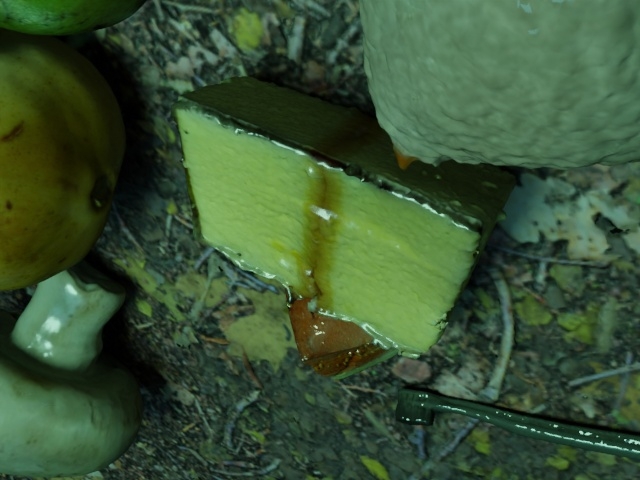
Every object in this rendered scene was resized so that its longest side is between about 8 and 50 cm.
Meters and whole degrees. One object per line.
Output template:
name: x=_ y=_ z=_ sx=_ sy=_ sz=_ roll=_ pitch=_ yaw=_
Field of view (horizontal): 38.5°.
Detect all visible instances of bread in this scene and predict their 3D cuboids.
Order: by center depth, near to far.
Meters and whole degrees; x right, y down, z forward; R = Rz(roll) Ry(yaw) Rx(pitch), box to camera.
bread: x=0.000 y=0.000 z=0.674 sx=0.240 sy=0.135 sz=0.178 roll=24 pitch=116 yaw=13

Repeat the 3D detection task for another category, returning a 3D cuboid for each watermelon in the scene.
watermelon: x=0.003 y=0.067 z=0.785 sx=0.135 sy=0.094 sz=0.125 roll=47 pitch=144 yaw=-3

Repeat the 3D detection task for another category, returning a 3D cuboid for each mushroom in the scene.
mushroom: x=-0.288 y=0.121 z=0.955 sx=0.243 sy=0.243 sz=0.244 roll=17 pitch=132 yaw=20

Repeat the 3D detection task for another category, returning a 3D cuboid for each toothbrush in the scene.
toothbrush: x=0.202 y=0.166 z=0.786 sx=0.297 sy=0.031 sz=0.030 roll=6 pitch=153 yaw=27

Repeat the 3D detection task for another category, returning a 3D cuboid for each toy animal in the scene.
toy animal: x=0.139 y=-0.151 z=0.458 sx=0.226 sy=0.188 sz=0.358 roll=38 pitch=136 yaw=8

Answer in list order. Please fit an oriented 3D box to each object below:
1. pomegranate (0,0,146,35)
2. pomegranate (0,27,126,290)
pomegranate: x=-0.188 y=-0.200 z=0.611 sx=0.159 sy=0.241 sz=0.190 roll=26 pitch=-176 yaw=-40
pomegranate: x=-0.275 y=-0.062 z=0.765 sx=0.233 sy=0.233 sz=0.233 roll=17 pitch=132 yaw=20
